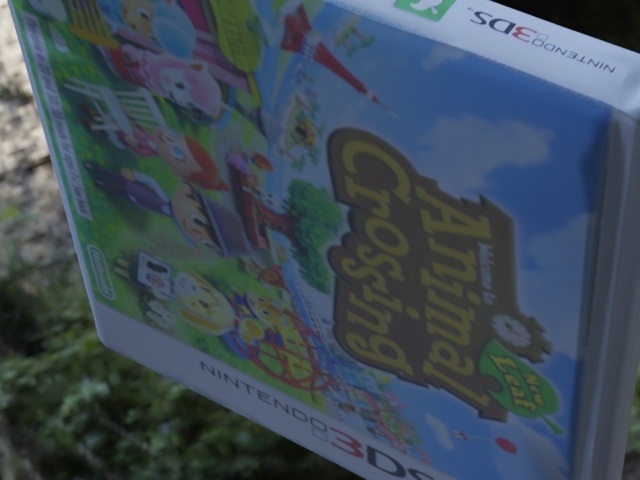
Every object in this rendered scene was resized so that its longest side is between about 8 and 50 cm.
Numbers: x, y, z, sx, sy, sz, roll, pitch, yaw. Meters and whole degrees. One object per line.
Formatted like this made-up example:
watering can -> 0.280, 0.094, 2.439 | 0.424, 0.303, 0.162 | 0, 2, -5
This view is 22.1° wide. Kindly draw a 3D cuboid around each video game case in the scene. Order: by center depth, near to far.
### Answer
video game case -> 0.000, 0.000, 0.469 | 0.023, 0.193, 0.212 | -51, -27, -31
